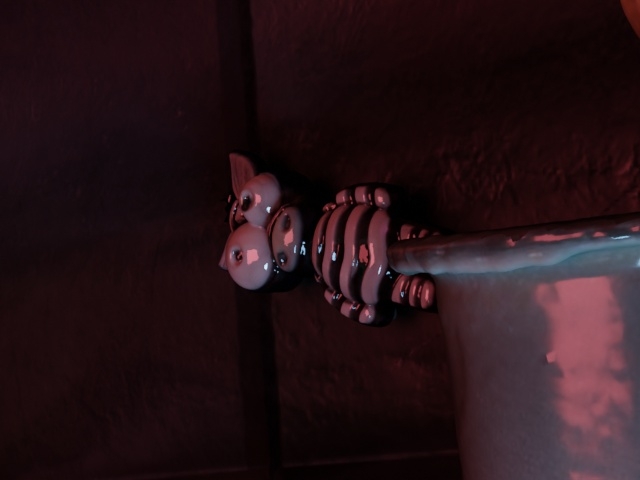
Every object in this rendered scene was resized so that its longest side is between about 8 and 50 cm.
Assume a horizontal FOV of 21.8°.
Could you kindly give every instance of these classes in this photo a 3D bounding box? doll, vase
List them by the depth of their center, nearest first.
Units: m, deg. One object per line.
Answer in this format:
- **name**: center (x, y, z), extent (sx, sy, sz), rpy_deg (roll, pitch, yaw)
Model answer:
- **vase**: center (0.172, 0.126, 0.802), extent (0.245, 0.245, 0.291), rpy_deg (-9, 90, 44)
- **doll**: center (0.000, 0.000, 1.070), extent (0.219, 0.067, 0.091), rpy_deg (15, 103, 46)

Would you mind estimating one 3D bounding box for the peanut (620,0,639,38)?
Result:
- **peanut**: center (0.236, -0.114, 0.802), extent (0.224, 0.129, 0.129), rpy_deg (42, 116, 35)
